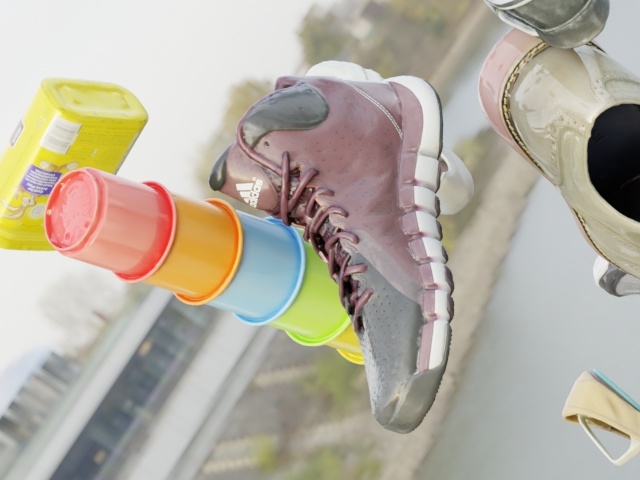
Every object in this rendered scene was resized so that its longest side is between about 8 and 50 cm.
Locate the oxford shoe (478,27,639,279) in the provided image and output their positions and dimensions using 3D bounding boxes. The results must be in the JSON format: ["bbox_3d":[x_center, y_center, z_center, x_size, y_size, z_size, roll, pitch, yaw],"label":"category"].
[{"bbox_3d":[0.286,-0.027,1.507,0.140,0.397,0.146,-52,38,8],"label":"oxford shoe"}]

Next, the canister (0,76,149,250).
[{"bbox_3d":[-0.256,-0.075,1.798,0.126,0.073,0.170,1,-47,-45],"label":"canister"}]

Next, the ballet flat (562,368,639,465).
[{"bbox_3d":[0.355,0.224,1.966,0.073,0.232,0.080,-52,-41,-3],"label":"ballet flat"}]

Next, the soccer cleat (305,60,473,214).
[{"bbox_3d":[0.054,-0.096,1.552,0.068,0.196,0.076,-48,-26,2],"label":"soccer cleat"}]

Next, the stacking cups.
[{"bbox_3d":[-0.064,0.010,1.351,0.096,0.316,0.096,-20,60,40],"label":"stacking cups"}]

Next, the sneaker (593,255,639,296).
[{"bbox_3d":[0.403,0.058,1.904,0.268,0.101,0.153,-15,67,38],"label":"sneaker"}]

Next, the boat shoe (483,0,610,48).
[{"bbox_3d":[0.147,-0.237,1.475,0.121,0.119,0.335,-34,25,14],"label":"boat shoe"}]

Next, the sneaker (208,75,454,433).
[{"bbox_3d":[0.000,0.000,1.270,0.106,0.162,0.281,117,157,-52],"label":"sneaker"}]
